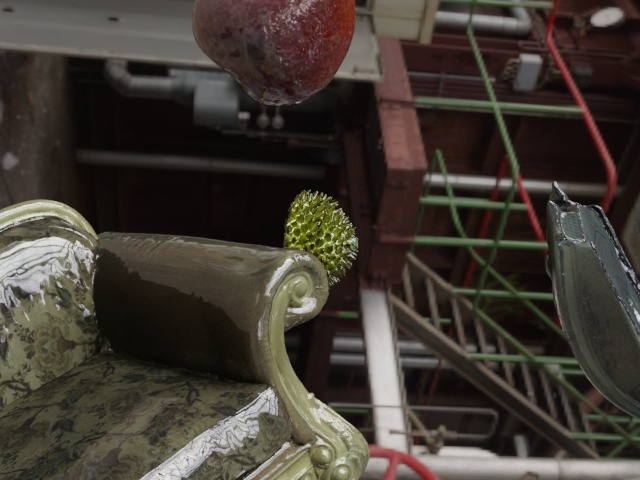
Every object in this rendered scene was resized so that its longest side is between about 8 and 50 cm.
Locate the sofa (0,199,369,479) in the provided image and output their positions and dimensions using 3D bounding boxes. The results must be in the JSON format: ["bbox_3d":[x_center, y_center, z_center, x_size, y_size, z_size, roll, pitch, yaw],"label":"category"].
[{"bbox_3d":[-0.131,0.076,0.393,0.200,0.258,0.182,6,-62,43],"label":"sofa"}]

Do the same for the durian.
[{"bbox_3d":[0.009,-0.004,1.247,0.221,0.095,0.137,-59,148,-72],"label":"durian"}]

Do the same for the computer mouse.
[{"bbox_3d":[0.238,0.060,0.730,0.231,0.071,0.126,60,27,-8],"label":"computer mouse"}]

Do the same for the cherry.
[{"bbox_3d":[-0.059,-0.327,1.253,0.206,0.239,0.239,-118,-148,-73],"label":"cherry"}]
